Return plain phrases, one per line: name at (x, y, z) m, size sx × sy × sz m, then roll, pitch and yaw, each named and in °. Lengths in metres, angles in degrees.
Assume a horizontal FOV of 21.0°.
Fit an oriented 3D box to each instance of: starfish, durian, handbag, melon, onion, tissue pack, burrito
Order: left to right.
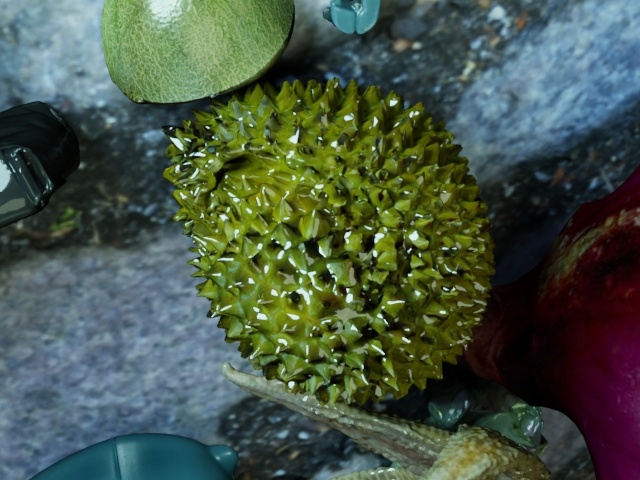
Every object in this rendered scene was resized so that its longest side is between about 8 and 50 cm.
handbag at (-0.305, -0.018, 1.308) m, size 0.247 × 0.223 × 0.080 m, roll -30°, pitch 99°, yaw 5°
tissue pack at (-0.144, 0.322, 1.612) m, size 0.206 × 0.198 × 0.287 m, roll -18°, pitch 126°, yaw 0°
melon at (-0.100, -0.173, 1.343) m, size 0.160 × 0.079 × 0.128 m, roll -24°, pitch 127°, yaw 0°
durian at (0.009, -0.004, 1.406) m, size 0.258 × 0.258 × 0.293 m, roll -29°, pitch 89°, yaw 4°
starfish at (0.108, 0.249, 1.575) m, size 0.384 × 0.132 × 0.398 m, roll 7°, pitch 155°, yaw 17°
burrito at (0.131, 0.226, 1.701) m, size 0.144 × 0.089 × 0.229 m, roll 16°, pitch 124°, yaw -17°
onion at (0.284, 0.087, 1.516) m, size 0.420 × 0.398 × 0.398 m, roll 8°, pitch 127°, yaw 11°

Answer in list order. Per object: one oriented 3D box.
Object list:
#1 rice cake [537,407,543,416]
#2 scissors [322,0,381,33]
rice cake at (0.195, 0.221, 1.757) m, size 0.033 × 0.033 × 0.207 m, roll -10°, pitch 127°, yaw -24°
scissors at (0.028, -0.327, 1.303) m, size 0.180 × 0.032 × 0.393 m, roll -7°, pitch 127°, yaw -12°
